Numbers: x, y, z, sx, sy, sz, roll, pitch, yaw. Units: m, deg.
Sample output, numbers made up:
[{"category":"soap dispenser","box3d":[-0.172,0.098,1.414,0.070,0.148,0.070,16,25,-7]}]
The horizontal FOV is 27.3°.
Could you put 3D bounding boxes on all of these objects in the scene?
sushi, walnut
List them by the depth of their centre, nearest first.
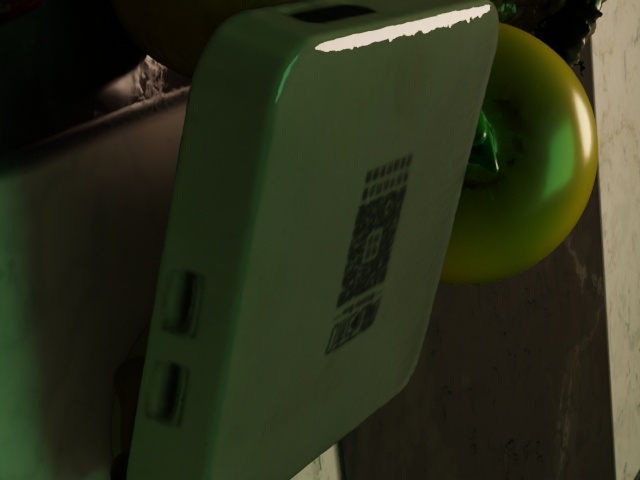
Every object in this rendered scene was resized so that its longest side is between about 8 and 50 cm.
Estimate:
[{"category":"walnut","box3d":[-0.062,-0.211,0.994,0.225,0.193,0.193,-7,97,-60]},{"category":"sushi","box3d":[0.219,-0.294,1.535,0.238,0.218,0.225,-92,-154,-61]}]

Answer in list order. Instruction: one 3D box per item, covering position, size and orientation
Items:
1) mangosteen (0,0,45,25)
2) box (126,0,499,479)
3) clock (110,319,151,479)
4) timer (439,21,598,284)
[{"category":"mangosteen","box3d":[-0.197,-0.204,0.731,0.172,0.184,0.173,30,52,-47]},{"category":"box","box3d":[0.000,0.000,0.993,0.367,0.090,0.373,-25,132,-57]},{"category":"clock","box3d":[-0.103,0.151,1.054,0.232,0.069,0.170,-55,138,-46]},{"category":"timer","box3d":[0.138,-0.091,1.244,0.285,0.285,0.285,-6,97,-62]}]
